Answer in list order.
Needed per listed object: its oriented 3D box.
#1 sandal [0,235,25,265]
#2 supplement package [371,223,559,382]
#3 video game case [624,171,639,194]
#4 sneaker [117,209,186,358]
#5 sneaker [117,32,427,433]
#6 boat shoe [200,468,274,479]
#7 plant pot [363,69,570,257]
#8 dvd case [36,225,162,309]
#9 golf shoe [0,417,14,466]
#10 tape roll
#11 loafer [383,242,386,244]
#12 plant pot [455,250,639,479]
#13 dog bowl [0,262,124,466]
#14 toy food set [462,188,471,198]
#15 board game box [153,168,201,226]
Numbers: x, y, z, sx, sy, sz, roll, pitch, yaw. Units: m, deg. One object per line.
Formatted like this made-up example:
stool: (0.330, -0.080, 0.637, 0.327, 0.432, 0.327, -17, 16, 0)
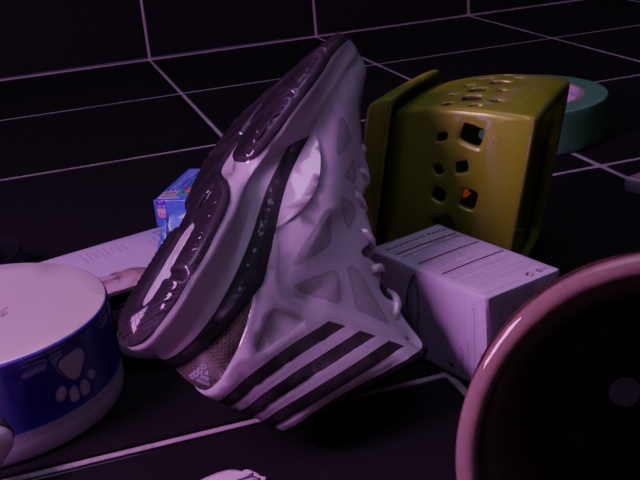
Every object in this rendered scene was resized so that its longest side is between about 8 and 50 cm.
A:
sandal: (-0.453, 0.044, 1.246, 0.097, 0.055, 0.254, -18, 19, 12)
supplement package: (0.147, 0.065, 1.020, 0.105, 0.105, 0.179, -19, 25, -31)
video game case: (0.620, -0.098, 1.438, 0.285, 0.025, 0.204, -19, 25, -32)
sneaker: (-0.176, 0.038, 1.130, 0.091, 0.126, 0.240, -1, 21, 12)
sneaker: (-0.001, 0.001, 0.988, 0.169, 0.257, 0.448, -31, 26, 46)
boat shoe: (-0.092, 0.246, 0.576, 0.158, 0.127, 0.340, 3, 21, 39)
plant pot: (0.169, -0.089, 1.198, 0.207, 0.227, 0.228, 14, 25, 20)
dvd case: (-0.259, 0.037, 1.296, 0.253, 0.022, 0.180, -18, 25, -31)
golf shoe: (-0.302, 0.221, 0.787, 0.093, 0.077, 0.198, 16, 35, 21)
tape roll: (0.352, -0.229, 1.761, 0.321, 0.077, 0.321, -4, 22, 2)
loafer: (-0.001, 0.021, 1.229, 0.170, 0.062, 0.061, 0, 25, 16)
plant pot: (0.228, 0.129, 0.692, 0.263, 0.263, 0.229, -2, 5, 9)
dog bowl: (-0.339, 0.120, 0.992, 0.264, 0.104, 0.265, -4, 21, 2)
toy food set: (0.120, -0.103, 1.453, 0.232, 0.105, 0.111, -10, 22, -12)
board game box: (-0.128, -0.068, 1.499, 0.210, 0.047, 0.160, 0, 21, 14)
